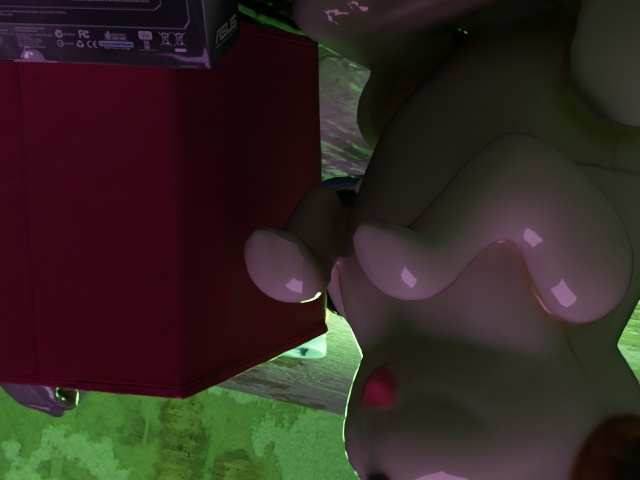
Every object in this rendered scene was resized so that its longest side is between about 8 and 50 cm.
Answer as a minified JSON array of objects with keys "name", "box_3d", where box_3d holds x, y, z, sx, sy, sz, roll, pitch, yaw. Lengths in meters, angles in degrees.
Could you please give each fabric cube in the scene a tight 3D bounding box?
[{"name":"fabric cube","box_3d":[-0.158,-0.035,0.812,0.259,0.258,0.254,1,-173,23]}]

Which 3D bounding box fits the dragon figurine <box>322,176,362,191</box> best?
[{"name":"dragon figurine","box_3d":[0.040,-0.022,1.208,0.289,0.085,0.144,-4,160,42]}]

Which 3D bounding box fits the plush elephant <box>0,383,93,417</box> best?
[{"name":"plush elephant","box_3d":[-0.279,0.066,1.112,0.330,0.255,0.272,-22,-175,-20]}]

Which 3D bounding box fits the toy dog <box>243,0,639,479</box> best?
[{"name":"toy dog","box_3d":[0.128,0.026,0.742,0.284,0.408,0.395,-5,159,41]}]

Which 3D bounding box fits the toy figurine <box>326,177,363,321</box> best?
[{"name":"toy figurine","box_3d":[0.116,0.000,1.040,0.213,0.148,0.209,17,142,-21]}]

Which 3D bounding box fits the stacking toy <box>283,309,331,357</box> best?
[{"name":"stacking toy","box_3d":[-0.148,0.157,1.851,0.279,0.130,0.309,-3,160,34]}]

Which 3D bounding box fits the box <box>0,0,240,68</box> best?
[{"name":"box","box_3d":[-0.170,-0.196,0.582,0.231,0.056,0.183,4,121,14]}]
